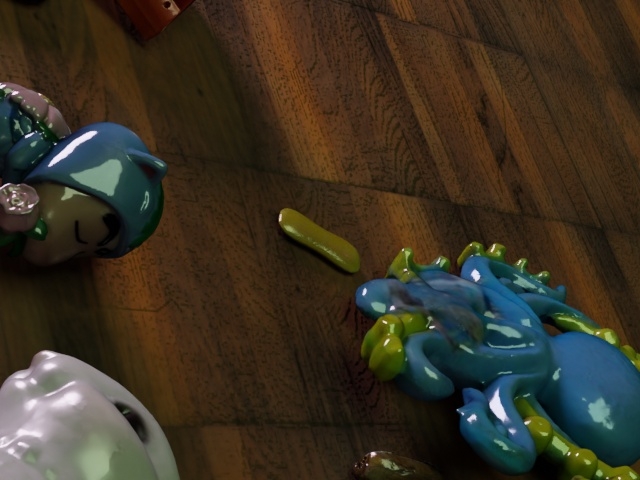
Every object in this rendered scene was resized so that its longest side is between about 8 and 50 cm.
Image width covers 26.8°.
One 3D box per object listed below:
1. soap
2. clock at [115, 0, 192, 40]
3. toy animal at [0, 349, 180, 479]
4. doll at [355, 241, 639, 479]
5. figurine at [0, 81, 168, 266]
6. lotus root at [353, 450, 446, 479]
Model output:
[{"bbox_3d":[0.000,0.000,1.168,0.089,0.012,0.034,31,40,-22],"label":"soap"},{"bbox_3d":[-0.160,-0.268,1.177,0.155,0.061,0.113,53,31,-15],"label":"clock"},{"bbox_3d":[-0.169,0.200,0.697,0.258,0.194,0.357,42,28,7],"label":"toy animal"},{"bbox_3d":[0.175,0.125,1.175,0.341,0.099,0.346,26,27,-11],"label":"doll"},{"bbox_3d":[-0.202,-0.040,0.936,0.178,0.114,0.144,34,45,0],"label":"figurine"},{"bbox_3d":[0.066,0.190,1.046,0.083,0.037,0.030,22,48,-32],"label":"lotus root"}]
